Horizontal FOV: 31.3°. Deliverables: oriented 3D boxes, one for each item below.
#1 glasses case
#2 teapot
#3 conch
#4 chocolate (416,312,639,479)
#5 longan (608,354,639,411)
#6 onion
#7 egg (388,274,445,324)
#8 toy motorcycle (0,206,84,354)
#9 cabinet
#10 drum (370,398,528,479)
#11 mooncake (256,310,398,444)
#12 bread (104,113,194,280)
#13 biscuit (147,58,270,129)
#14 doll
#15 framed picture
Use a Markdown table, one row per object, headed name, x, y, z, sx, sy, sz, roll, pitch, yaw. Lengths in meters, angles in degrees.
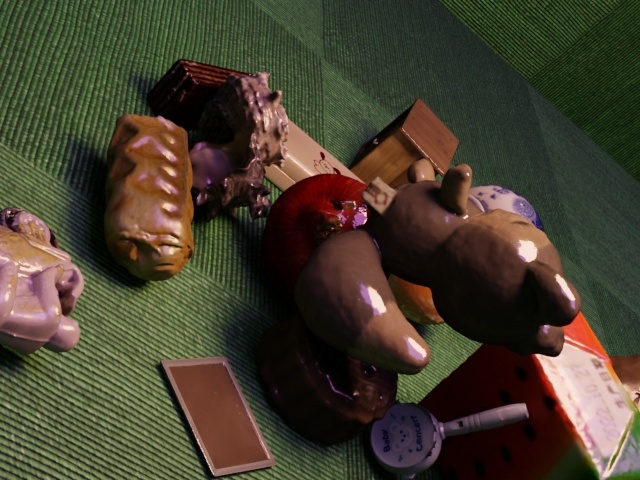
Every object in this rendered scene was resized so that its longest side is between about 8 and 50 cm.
| name | x | y | z | sx | sy | sz | roll | pitch | yaw |
| --- | --- | --- | --- | --- | --- | --- | --- | --- | --- |
| glasses case | -0.010 | -0.119 | 2.221 | 0.313 | 0.070 | 0.131 | 39 | 29 | -22 |
| teapot | 0.324 | 0.000 | 2.383 | 0.280 | 0.252 | 0.424 | 20 | 13 | -38 |
| conch | -0.127 | -0.156 | 1.916 | 0.186 | 0.240 | 0.313 | 29 | 44 | -11 |
| chocolate | 0.348 | 0.330 | 1.918 | 0.161 | 0.360 | 0.341 | -4 | 57 | -40 |
| longan | 0.608 | 0.397 | 2.168 | 0.391 | 0.391 | 0.391 | 37 | 30 | -25 |
| onion | 0.009 | 0.006 | 1.915 | 0.161 | 0.248 | 0.248 | 15 | 43 | -57 |
| egg | 0.205 | 0.054 | 2.201 | 0.195 | 0.195 | 0.233 | 21 | 37 | -44 |
| toy motorcycle | -0.391 | 0.055 | 1.383 | 0.223 | 0.108 | 0.340 | 49 | 19 | 10 |
| cabinet | 0.175 | -0.179 | 2.463 | 0.148 | 0.175 | 0.215 | 46 | 28 | -8 |
| drum | 0.202 | 0.319 | 1.818 | 0.049 | 0.253 | 0.130 | 53 | 40 | -60 |
| mooncake | 0.016 | 0.203 | 1.798 | 0.228 | 0.124 | 0.228 | 35 | 32 | -26 |
| bread | -0.256 | -0.058 | 1.709 | 0.152 | 0.130 | 0.268 | 36 | 31 | -35 |
| biscuit | -0.194 | -0.258 | 2.076 | 0.252 | 0.106 | 0.070 | 2 | 49 | -57 |
| doll | 0.193 | 0.086 | 1.752 | 0.382 | 0.378 | 0.252 | 40 | -13 | 27 |
| framed picture | -0.146 | 0.247 | 1.619 | 0.142 | 0.011 | 0.183 | 4 | 52 | -55 |
